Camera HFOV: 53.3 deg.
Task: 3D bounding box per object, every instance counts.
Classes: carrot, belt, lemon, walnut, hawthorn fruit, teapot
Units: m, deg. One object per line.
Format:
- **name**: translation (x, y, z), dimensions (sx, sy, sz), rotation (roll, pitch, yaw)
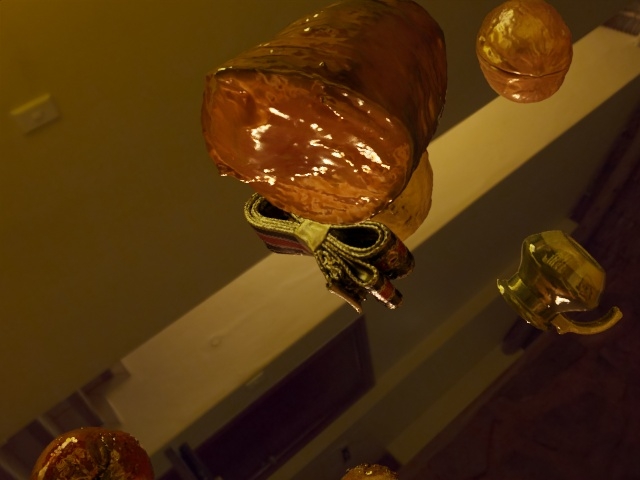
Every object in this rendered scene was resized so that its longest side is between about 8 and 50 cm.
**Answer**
- **carrot**: translation (0.014, -0.147, 0.760), dimensions (0.241, 0.341, 0.242), rotation (15, -51, 20)
- **belt**: translation (0.000, 0.000, 1.029), dimensions (0.359, 0.126, 0.094), rotation (30, -8, 48)
- **lemon**: translation (0.073, -0.127, 1.447), dimensions (0.387, 0.350, 0.350), rotation (-24, -76, 29)
- **walnut**: translation (0.357, -0.338, 1.124), dimensions (0.165, 0.165, 0.197), rotation (82, -2, -51)
- **hawthorn fruit**: translation (-0.135, 0.144, 0.372), dimensions (0.077, 0.077, 0.077), rotation (44, -23, 25)
- **teapot**: translation (0.332, 0.068, 0.881), dimensions (0.165, 0.119, 0.130), rotation (41, 21, 0)

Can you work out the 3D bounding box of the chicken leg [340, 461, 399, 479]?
- **chicken leg**: translation (0.016, 0.363, 0.786), dimensions (0.087, 0.251, 0.107), rotation (-24, -91, 59)
